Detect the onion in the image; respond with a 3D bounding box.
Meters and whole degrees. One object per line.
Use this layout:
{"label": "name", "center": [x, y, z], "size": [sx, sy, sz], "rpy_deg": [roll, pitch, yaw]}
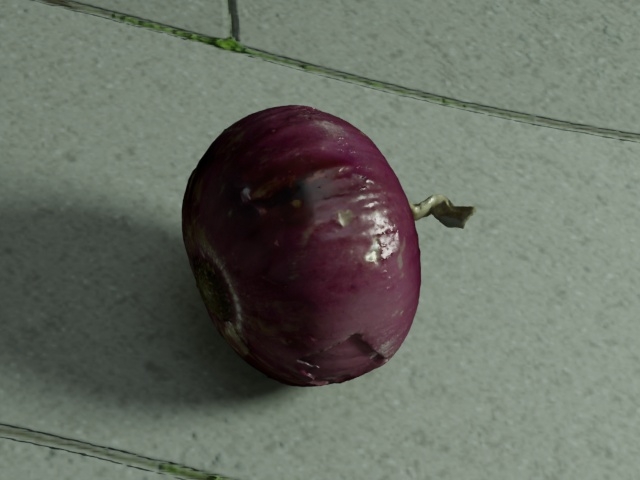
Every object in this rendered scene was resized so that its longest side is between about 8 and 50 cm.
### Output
{"label": "onion", "center": [-0.010, 0.003, 1.234], "size": [0.177, 0.177, 0.153], "rpy_deg": [36, 45, 17]}
